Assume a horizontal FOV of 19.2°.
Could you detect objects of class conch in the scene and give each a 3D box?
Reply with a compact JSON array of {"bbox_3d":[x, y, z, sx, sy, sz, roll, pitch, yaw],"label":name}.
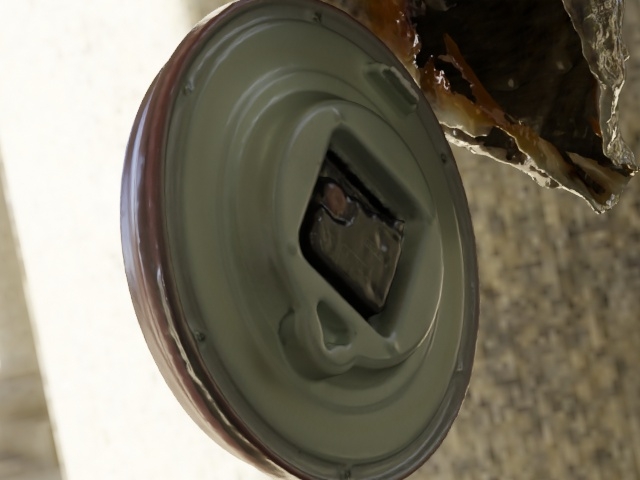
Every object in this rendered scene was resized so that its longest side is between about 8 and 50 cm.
[{"bbox_3d":[0.087,-0.154,1.049,0.159,0.291,0.210,-41,-15,-39],"label":"conch"}]

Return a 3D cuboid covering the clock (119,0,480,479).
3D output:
[{"bbox_3d":[0.001,0.000,0.905,0.056,0.244,0.244,-11,3,39],"label":"clock"}]
